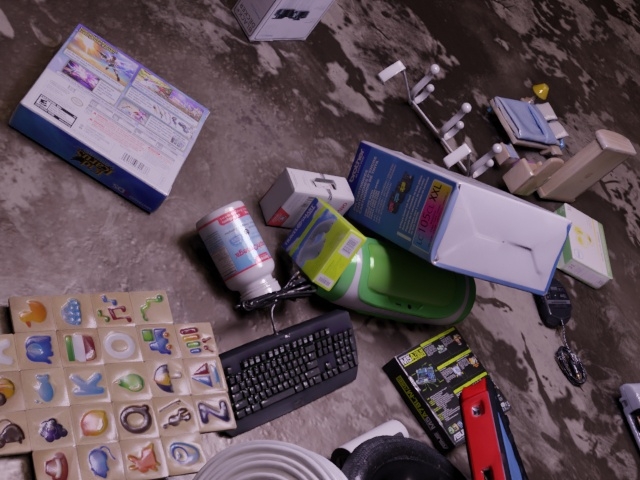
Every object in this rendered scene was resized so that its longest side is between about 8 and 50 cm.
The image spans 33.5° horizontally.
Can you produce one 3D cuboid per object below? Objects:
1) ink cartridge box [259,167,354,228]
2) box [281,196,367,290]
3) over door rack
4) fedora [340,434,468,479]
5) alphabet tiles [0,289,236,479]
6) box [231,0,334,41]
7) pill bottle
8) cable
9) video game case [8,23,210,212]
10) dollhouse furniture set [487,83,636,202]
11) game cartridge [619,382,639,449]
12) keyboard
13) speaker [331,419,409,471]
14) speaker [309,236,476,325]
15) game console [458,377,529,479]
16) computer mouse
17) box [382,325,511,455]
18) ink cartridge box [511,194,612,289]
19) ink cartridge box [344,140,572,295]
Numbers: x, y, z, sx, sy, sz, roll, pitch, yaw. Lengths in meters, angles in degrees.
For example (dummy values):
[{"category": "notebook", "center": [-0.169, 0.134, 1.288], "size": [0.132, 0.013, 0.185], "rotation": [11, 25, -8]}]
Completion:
[{"category": "ink cartridge box", "center": [-0.024, -0.070, 1.886], "size": [0.135, 0.099, 0.056], "rotation": [7, 48, -38]}, {"category": "box", "center": [0.000, 0.000, 1.776], "size": [0.042, 0.109, 0.178], "rotation": [33, 6, -30]}, {"category": "over door rack", "center": [0.261, -0.253, 2.203], "size": [0.239, 0.108, 0.324], "rotation": [53, 12, 12]}, {"category": "fedora", "center": [0.109, 0.441, 1.504], "size": [0.334, 0.152, 0.334], "rotation": [31, 40, -30]}, {"category": "alphabet tiles", "center": [-0.290, 0.195, 1.442], "size": [0.342, 0.011, 0.285], "rotation": [-1, 57, -29]}, {"category": "box", "center": [-0.034, -0.528, 2.131], "size": [0.169, 0.290, 0.087], "rotation": [-13, 64, -44]}, {"category": "pill bottle", "center": [-0.129, 0.024, 1.712], "size": [0.087, 0.087, 0.160], "rotation": [-26, 88, -49]}, {"category": "cable", "center": [-0.071, 0.380, 1.346], "size": [0.257, 0.257, 0.089], "rotation": [23, -14, 29]}, {"category": "video game case", "center": [-0.340, -0.204, 1.758], "size": [0.269, 0.061, 0.244], "rotation": [33, 42, -14]}, {"category": "dollhouse furniture set", "center": [0.519, -0.273, 2.438], "size": [0.286, 0.198, 0.303], "rotation": [5, 52, -46]}, {"category": "game cartridge", "center": [0.721, 0.421, 2.126], "size": [0.198, 0.062, 0.297], "rotation": [0, 60, -33]}, {"category": "keyboard", "center": [-0.058, 0.163, 1.655], "size": [0.317, 0.033, 0.202], "rotation": [-17, 91, -48]}, {"category": "speaker", "center": [0.078, 0.327, 1.662], "size": [0.136, 0.055, 0.055], "rotation": [-16, 68, -47]}, {"category": "speaker", "center": [0.130, 0.071, 1.876], "size": [0.296, 0.131, 0.131], "rotation": [14, 48, -32]}, {"category": "game console", "center": [0.301, 0.432, 1.590], "size": [0.386, 0.060, 0.342], "rotation": [-91, 156, -52]}, {"category": "computer mouse", "center": [0.486, 0.183, 2.164], "size": [0.071, 0.041, 0.242], "rotation": [5, 59, -27]}, {"category": "box", "center": [0.224, 0.258, 1.860], "size": [0.190, 0.045, 0.184], "rotation": [-21, 69, -48]}, {"category": "ink cartridge box", "center": [0.534, -0.010, 2.357], "size": [0.235, 0.056, 0.171], "rotation": [27, 42, -23]}, {"category": "ink cartridge box", "center": [0.216, -0.054, 1.914], "size": [0.270, 0.151, 0.395], "rotation": [16, 10, -31]}]
